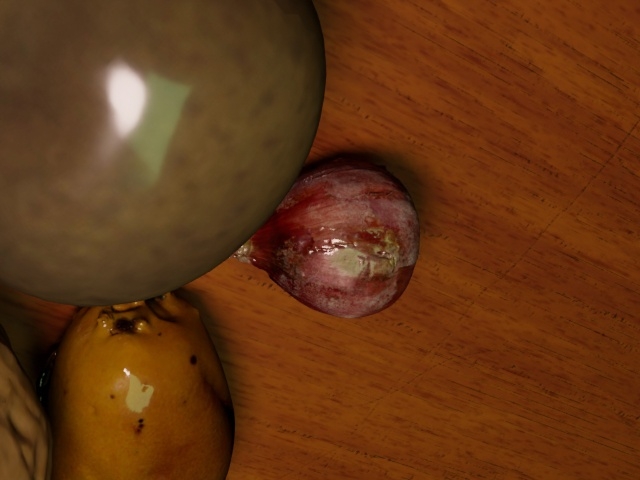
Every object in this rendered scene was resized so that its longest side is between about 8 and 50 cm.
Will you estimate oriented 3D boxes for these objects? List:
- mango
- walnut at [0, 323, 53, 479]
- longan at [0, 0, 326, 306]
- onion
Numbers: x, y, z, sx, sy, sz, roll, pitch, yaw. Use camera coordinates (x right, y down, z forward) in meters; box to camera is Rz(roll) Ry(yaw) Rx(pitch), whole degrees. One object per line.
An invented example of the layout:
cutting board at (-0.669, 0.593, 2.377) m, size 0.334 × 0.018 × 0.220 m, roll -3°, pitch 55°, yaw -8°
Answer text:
mango at (-0.183, 0.176, 1.522) m, size 0.201 × 0.152 × 0.287 m, roll -23°, pitch 133°, yaw -22°
walnut at (-0.420, 0.192, 1.321) m, size 0.384 × 0.383 × 0.383 m, roll -13°, pitch 128°, yaw -17°
longan at (-0.173, -0.122, 1.219) m, size 0.361 × 0.361 × 0.361 m, roll -13°, pitch 128°, yaw -17°
onion at (0.000, 0.000, 1.482) m, size 0.195 × 0.159 × 0.159 m, roll -3°, pitch 124°, yaw -19°
